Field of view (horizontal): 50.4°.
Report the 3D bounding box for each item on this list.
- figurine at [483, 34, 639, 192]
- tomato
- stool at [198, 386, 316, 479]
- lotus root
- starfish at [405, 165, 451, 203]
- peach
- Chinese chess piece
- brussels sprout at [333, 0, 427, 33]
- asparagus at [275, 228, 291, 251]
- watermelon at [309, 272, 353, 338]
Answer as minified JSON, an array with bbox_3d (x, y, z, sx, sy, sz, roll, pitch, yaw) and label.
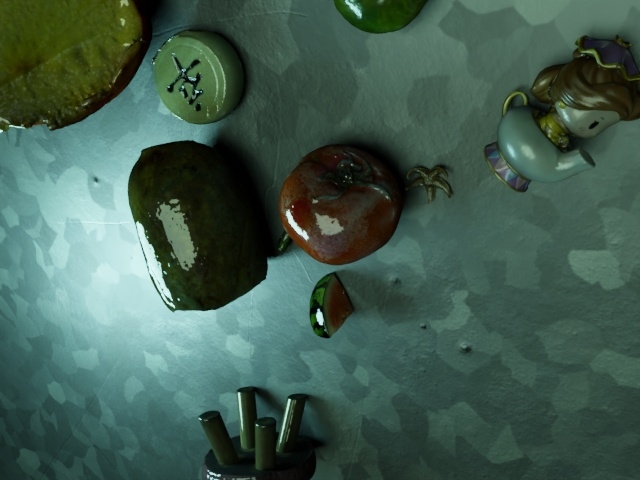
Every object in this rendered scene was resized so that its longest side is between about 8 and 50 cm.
[{"bbox_3d":[0.378,-0.194,1.045,0.263,0.142,0.189,-46,64,36],"label":"figurine"},{"bbox_3d":[0.035,-0.057,1.256,0.232,0.232,0.188,27,148,15],"label":"tomato"},{"bbox_3d":[-0.149,0.468,1.589,0.272,0.272,0.178,1,100,29],"label":"stool"},{"bbox_3d":[-0.262,-0.040,1.418,0.251,0.250,0.345,-10,104,32],"label":"lotus root"},{"bbox_3d":[0.203,-0.106,1.251,0.091,0.028,0.078,32,130,9],"label":"starfish"},{"bbox_3d":[-0.535,-0.384,1.296,0.353,0.416,0.339,-16,110,33],"label":"peach"},{"bbox_3d":[-0.245,-0.326,1.362,0.189,0.083,0.188,10,115,23],"label":"Chinese chess piece"},{"bbox_3d":[0.105,-0.419,1.091,0.181,0.144,0.161,-1,78,42],"label":"brussels sprout"},{"bbox_3d":[-0.053,-0.044,1.416,0.030,0.036,0.165,44,129,23],"label":"asparagus"},{"bbox_3d":[0.027,0.136,1.446,0.094,0.125,0.135,9,100,-7],"label":"watermelon"}]
